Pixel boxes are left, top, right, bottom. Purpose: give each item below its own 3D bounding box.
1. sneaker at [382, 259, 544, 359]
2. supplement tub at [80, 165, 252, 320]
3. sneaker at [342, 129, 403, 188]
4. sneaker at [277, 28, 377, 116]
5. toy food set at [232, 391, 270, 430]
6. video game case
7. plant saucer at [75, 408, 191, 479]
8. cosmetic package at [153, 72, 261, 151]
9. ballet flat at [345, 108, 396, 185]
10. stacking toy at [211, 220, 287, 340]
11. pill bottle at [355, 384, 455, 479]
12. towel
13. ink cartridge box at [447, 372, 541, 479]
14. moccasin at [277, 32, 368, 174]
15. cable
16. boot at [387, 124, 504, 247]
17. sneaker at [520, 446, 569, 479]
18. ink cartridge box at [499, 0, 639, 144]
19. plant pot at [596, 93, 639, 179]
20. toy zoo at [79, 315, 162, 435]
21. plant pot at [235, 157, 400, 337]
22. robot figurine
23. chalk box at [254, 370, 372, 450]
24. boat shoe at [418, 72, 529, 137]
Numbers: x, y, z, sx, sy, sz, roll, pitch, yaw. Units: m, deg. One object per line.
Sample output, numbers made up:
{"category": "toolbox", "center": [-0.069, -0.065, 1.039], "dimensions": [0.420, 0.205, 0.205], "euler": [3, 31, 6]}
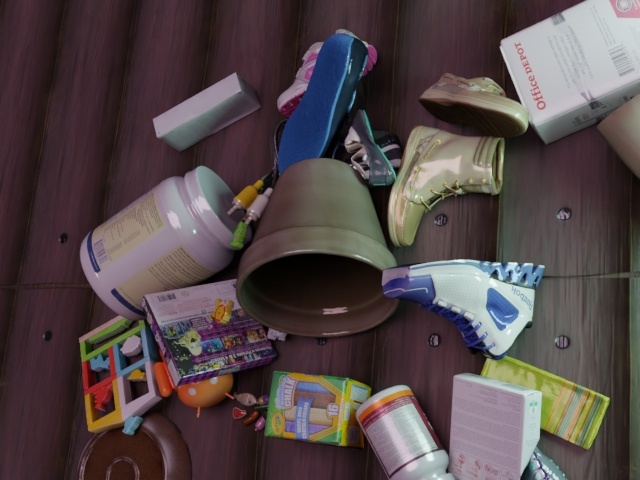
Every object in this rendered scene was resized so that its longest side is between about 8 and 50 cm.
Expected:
{"category": "sneaker", "center": [0.277, 0.128, 1.660], "dimensions": [0.127, 0.315, 0.182], "euler": [169, 103, -67]}
{"category": "supplement tub", "center": [-0.338, 0.005, 2.001], "dimensions": [0.325, 0.235, 0.235], "euler": [-33, 63, 14]}
{"category": "sneaker", "center": [0.075, -0.168, 1.950], "dimensions": [0.217, 0.079, 0.121], "euler": [-17, 62, 16]}
{"category": "sneaker", "center": [0.001, -0.376, 2.037], "dimensions": [0.252, 0.103, 0.111], "euler": [-37, 59, 4]}
{"category": "toy food set", "center": [-0.140, 0.364, 1.919], "dimensions": [0.122, 0.019, 0.078], "euler": [1, 75, 27]}
{"category": "video game case", "center": [-0.236, 0.188, 1.914], "dimensions": [0.210, 0.232, 0.042], "euler": [60, 140, 27]}
{"category": "plant saucer", "center": [-0.427, 0.523, 1.997], "dimensions": [0.311, 0.050, 0.310], "euler": [-7, 73, 24]}
{"category": "cosmetic package", "center": [-0.269, -0.302, 2.141], "dimensions": [0.239, 0.099, 0.060], "euler": [-26, 65, 17]}
{"category": "ballet flat", "center": [0.090, -0.189, 1.856], "dimensions": [0.074, 0.074, 0.203], "euler": [-32, 55, 15]}
{"category": "stacking toy", "center": [-0.126, 0.091, 1.901], "dimensions": [0.052, 0.167, 0.221], "euler": [-6, 64, 49]}
{"category": "pill bottle", "center": [0.165, 0.394, 1.700], "dimensions": [0.121, 0.121, 0.221], "euler": [-36, 63, 13]}
{"category": "towel", "center": [0.403, 0.291, 1.672], "dimensions": [0.237, 0.021, 0.102], "euler": [21, 84, 30]}
{"category": "ink cartridge box", "center": [0.314, 0.368, 1.647], "dimensions": [0.181, 0.056, 0.224], "euler": [7, 97, 54]}
{"category": "moccasin", "center": [0.023, -0.269, 1.945], "dimensions": [0.138, 0.117, 0.342], "euler": [40, 114, 29]}
{"category": "cable", "center": [-0.094, -0.133, 2.004], "dimensions": [0.072, 0.139, 0.287], "euler": [-11, 48, 60]}
{"category": "boot", "center": [0.256, -0.100, 1.826], "dimensions": [0.203, 0.095, 0.262], "euler": [11, 76, 27]}
{"category": "sneaker", "center": [0.419, 0.442, 1.604], "dimensions": [0.098, 0.083, 0.223], "euler": [-7, 50, -17]}
{"category": "ink cartridge box", "center": [0.519, -0.344, 1.752], "dimensions": [0.283, 0.117, 0.207], "euler": [-23, 66, 18]}
{"category": "plant pot", "center": [0.665, -0.146, 1.571], "dimensions": [0.256, 0.256, 0.274], "euler": [-31, 81, 15]}
{"category": "toy zoo", "center": [-0.455, 0.307, 2.053], "dimensions": [0.192, 0.030, 0.293], "euler": [-29, 53, 16]}
{"category": "plant pot", "center": [0.000, 0.000, 1.825], "dimensions": [0.323, 0.323, 0.280], "euler": [-14, 51, 22]}
{"category": "robot figurine", "center": [-0.265, 0.267, 1.949], "dimensions": [0.128, 0.158, 0.219], "euler": [-51, 56, 36]}
{"category": "chalk box", "center": [-0.024, 0.336, 1.806], "dimensions": [0.213, 0.132, 0.132], "euler": [3, 76, 26]}
{"category": "boat shoe", "center": [0.314, -0.281, 1.799], "dimensions": [0.098, 0.109, 0.302], "euler": [-53, 30, -5]}
